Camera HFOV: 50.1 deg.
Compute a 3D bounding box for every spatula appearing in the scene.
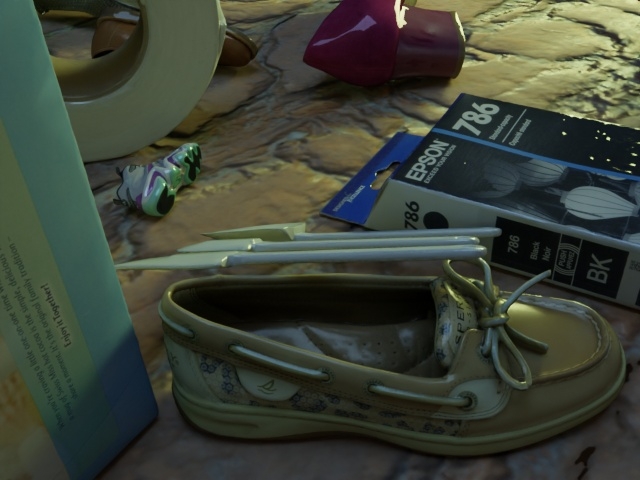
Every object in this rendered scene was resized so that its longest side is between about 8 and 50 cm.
[{"bbox_3d":[0.000,0.000,0.482,0.242,0.019,0.168,-3,4,20],"label":"spatula"}]

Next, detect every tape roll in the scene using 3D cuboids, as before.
[{"bbox_3d":[-0.238,-0.218,0.650,0.286,0.286,0.100,-11,38,-8],"label":"tape roll"}]

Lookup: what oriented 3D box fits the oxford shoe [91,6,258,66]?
[{"bbox_3d":[-0.182,-0.231,0.847,0.212,0.076,0.076,8,70,12],"label":"oxford shoe"}]

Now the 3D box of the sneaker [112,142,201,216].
[{"bbox_3d":[-0.158,-0.064,0.641,0.069,0.038,0.098,10,40,17],"label":"sneaker"}]

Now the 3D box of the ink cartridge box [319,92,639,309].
[{"bbox_3d":[0.177,-0.044,0.564,0.333,0.065,0.165,16,43,26],"label":"ink cartridge box"}]

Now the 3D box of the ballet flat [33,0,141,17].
[{"bbox_3d":[-0.344,-0.347,1.013,0.250,0.058,0.084,18,22,18],"label":"ballet flat"}]

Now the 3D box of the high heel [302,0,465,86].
[{"bbox_3d":[0.052,-0.326,0.871,0.181,0.127,0.377,1,41,-10],"label":"high heel"}]

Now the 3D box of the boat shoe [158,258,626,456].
[{"bbox_3d":[0.045,0.065,0.417,0.285,0.089,0.104,-4,38,0],"label":"boat shoe"}]

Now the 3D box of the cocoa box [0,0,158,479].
[{"bbox_3d":[-0.260,0.005,0.317,0.228,0.347,0.231,20,44,27],"label":"cocoa box"}]
